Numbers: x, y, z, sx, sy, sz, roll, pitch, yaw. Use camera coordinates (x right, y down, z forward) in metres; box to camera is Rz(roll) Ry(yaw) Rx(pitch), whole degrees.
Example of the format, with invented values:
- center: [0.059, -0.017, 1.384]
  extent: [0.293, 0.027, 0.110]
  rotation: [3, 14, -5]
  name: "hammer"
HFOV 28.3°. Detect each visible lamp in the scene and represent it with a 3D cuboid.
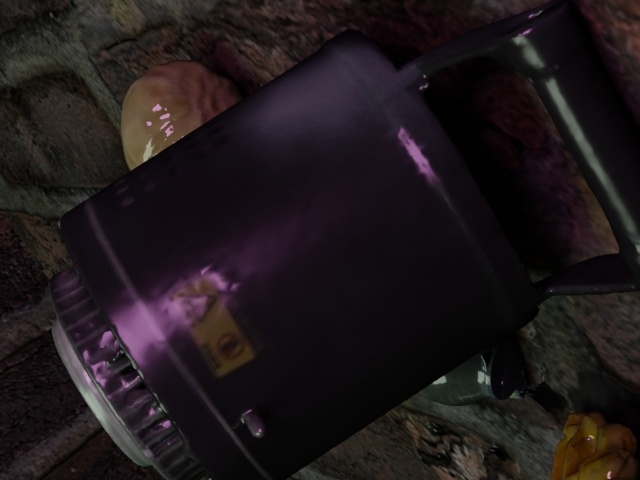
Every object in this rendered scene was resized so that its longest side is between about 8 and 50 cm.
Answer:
- center: [-0.016, 0.022, 0.736]
  extent: [0.205, 0.272, 0.374]
  rotation: [57, 159, -15]
  name: "lamp"

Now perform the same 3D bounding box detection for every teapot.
- center: [0.112, 0.090, 0.889]
  extent: [0.057, 0.066, 0.088]
  rotation: [10, 159, 38]
  name: "teapot"

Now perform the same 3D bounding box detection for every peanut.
- center: [-0.067, -0.022, 1.018]
  extent: [0.125, 0.111, 0.274]
  rotation: [13, 141, 38]
  name: "peanut"

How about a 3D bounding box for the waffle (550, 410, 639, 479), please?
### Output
- center: [0.158, 0.244, 0.779]
  extent: [0.051, 0.291, 0.291]
  rotation: [8, 152, 0]
  name: "waffle"
